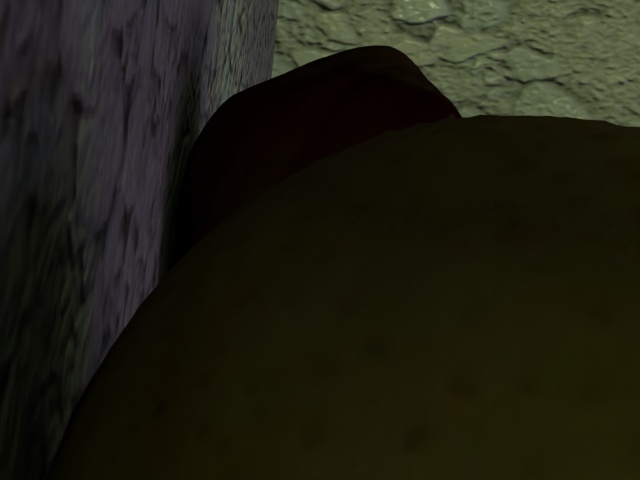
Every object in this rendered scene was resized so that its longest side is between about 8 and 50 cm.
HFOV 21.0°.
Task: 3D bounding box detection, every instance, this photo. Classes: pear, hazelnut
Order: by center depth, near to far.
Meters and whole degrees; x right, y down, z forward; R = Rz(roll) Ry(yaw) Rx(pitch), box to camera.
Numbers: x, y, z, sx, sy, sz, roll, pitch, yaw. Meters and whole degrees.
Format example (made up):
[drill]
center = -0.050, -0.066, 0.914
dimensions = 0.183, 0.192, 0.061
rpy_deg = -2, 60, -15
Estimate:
[pear]
center = 0.078, 0.136, 0.454
dimensions = 0.348, 0.348, 0.348
rpy_deg = -174, -90, -89
[hazelnut]
center = -0.003, -0.002, 0.918
dimensions = 0.212, 0.180, 0.181
rpy_deg = 114, -47, -85
